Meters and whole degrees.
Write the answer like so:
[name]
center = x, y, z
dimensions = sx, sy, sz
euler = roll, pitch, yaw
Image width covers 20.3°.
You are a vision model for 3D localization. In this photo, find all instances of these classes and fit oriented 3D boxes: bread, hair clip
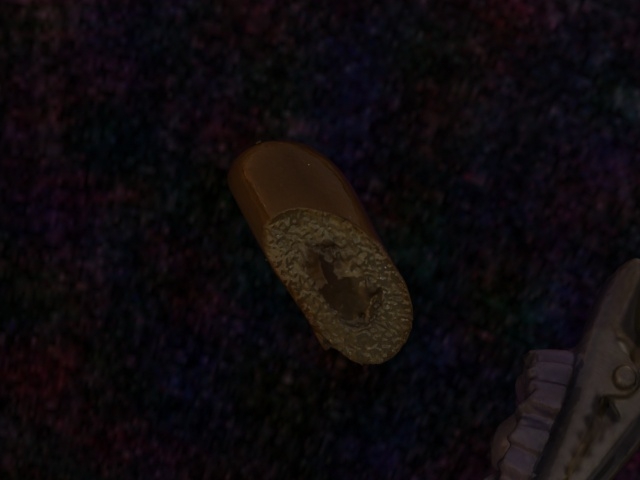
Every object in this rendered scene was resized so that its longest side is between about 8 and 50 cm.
[bread]
center = 0.000, 0.001, 0.789
dimensions = 0.049, 0.062, 0.103
euler = -33, 55, 3
[hair clip]
center = 0.098, 0.143, 0.858
dimensions = 0.085, 0.106, 0.292
euler = 28, 69, 7
